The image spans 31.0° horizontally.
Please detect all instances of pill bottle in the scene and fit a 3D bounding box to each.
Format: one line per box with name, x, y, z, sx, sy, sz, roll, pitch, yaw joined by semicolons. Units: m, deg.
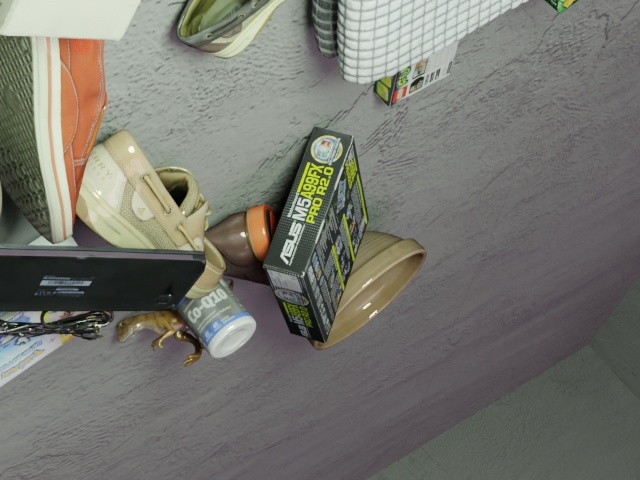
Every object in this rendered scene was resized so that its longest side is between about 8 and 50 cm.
pill bottle;-0.157;0.087;1.582;0.078;0.137;0.078;-34;157;-17

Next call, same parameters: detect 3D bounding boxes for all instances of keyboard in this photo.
keyboard;-0.295;0.056;1.269;0.317;0.033;0.201;3;145;-33

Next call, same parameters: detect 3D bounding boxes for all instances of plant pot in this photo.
plant pot;0.048;0.060;1.861;0.237;0.110;0.237;-39;165;-12

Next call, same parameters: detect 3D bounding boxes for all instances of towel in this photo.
towel;0.119;-0.330;1.288;0.284;0.121;0.235;-32;154;-16

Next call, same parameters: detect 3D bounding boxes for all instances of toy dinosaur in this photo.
toy dinosaur;-0.182;0.111;1.645;0.211;0.112;0.064;-15;151;-32

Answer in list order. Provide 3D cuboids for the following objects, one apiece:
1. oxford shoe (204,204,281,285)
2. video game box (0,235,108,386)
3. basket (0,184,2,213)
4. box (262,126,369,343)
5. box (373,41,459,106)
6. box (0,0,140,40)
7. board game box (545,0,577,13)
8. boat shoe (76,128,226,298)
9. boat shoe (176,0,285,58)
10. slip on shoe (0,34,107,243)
oxford shoe;-0.097;0.014;1.639;0.098;0.097;0.271;-11;161;6
video game box;-0.363;0.090;1.393;0.205;0.048;0.187;-35;158;-11
basket;-0.402;-0.035;0.989;0.204;0.154;0.227;-49;159;21
box;0.000;0.000;1.626;0.270;0.060;0.216;74;33;-66
box;0.137;-0.274;1.510;0.114;0.036;0.207;-29;155;-24
box;-0.166;-0.312;0.851;0.121;0.148;0.311;-9;141;-49
board game box;0.363;-0.409;1.488;0.260;0.136;0.030;-36;153;-11
boat shoe;-0.180;-0.025;1.369;0.110;0.121;0.341;-41;156;2
boat shoe;-0.065;-0.272;1.154;0.223;0.080;0.073;-48;161;28
slip on shoe;-0.253;-0.119;1.107;0.101;0.123;0.331;-29;150;-33
